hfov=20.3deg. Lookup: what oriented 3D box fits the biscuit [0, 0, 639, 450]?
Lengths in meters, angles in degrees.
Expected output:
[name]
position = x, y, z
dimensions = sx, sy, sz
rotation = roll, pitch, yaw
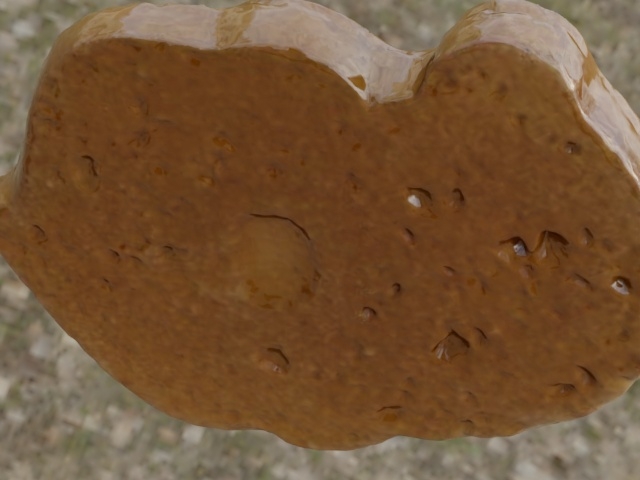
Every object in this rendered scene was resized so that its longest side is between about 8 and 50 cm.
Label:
[biscuit]
position = 0.000, -0.001, 1.119
dimensions = 0.455, 0.350, 0.078
rotation = 4, 38, 18
